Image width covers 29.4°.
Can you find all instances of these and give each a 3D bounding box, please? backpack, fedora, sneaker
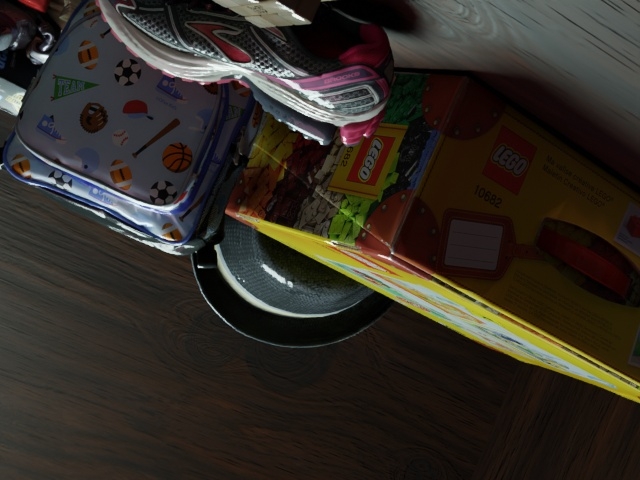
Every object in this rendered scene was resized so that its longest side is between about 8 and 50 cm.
[{"bbox_3d":[-0.185,-0.145,1.292,0.276,0.263,0.213,25,169,-1],"label":"backpack"},{"bbox_3d":[0.000,0.000,1.624,0.334,0.334,0.152,26,173,-20],"label":"fedora"},{"bbox_3d":[-0.066,-0.203,1.117,0.299,0.121,0.112,24,145,8],"label":"sneaker"}]

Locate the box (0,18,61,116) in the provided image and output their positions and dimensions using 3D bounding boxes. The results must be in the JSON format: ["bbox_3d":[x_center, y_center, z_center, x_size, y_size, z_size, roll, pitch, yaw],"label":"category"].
[{"bbox_3d":[-0.468,-0.274,1.741,0.175,0.051,0.220,26,-151,-22],"label":"box"}]

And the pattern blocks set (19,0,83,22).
[{"bbox_3d":[-0.258,-0.269,1.587,0.324,0.026,0.285,25,179,-27],"label":"pattern blocks set"}]

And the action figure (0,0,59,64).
[{"bbox_3d":[-0.439,-0.282,1.626,0.185,0.099,0.285,24,-158,4],"label":"action figure"}]

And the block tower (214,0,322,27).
[{"bbox_3d":[-0.125,-0.259,0.839,0.335,0.091,0.097,26,173,-29],"label":"block tower"}]

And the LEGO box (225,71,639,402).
[{"bbox_3d":[0.187,-0.002,1.417,0.500,0.193,0.372,28,173,-33],"label":"LEGO box"}]
